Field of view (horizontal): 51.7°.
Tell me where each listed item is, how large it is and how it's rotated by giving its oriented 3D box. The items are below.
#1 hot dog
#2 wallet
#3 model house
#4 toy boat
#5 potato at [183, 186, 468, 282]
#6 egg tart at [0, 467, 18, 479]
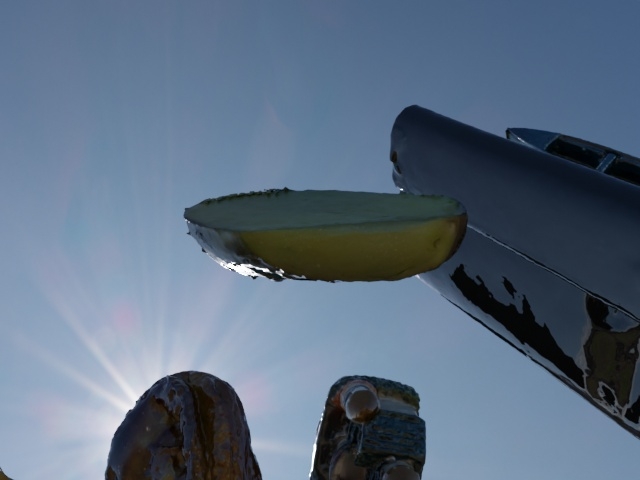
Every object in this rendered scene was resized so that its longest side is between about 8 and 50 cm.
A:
[{"bbox_3d":[-0.173,0.379,0.924,0.266,0.388,0.174,-20,-8,35],"label":"hot dog"},{"bbox_3d":[0.202,0.021,0.630,0.062,0.406,0.229,-23,-59,-20],"label":"wallet"},{"bbox_3d":[0.089,0.392,1.179,0.190,0.301,0.272,13,-95,-1],"label":"model house"},{"bbox_3d":[0.394,-0.087,0.932,0.096,0.299,0.062,-38,-35,-40],"label":"toy boat"},{"bbox_3d":[0.000,0.000,0.435,0.197,0.119,0.054,0,-75,19],"label":"potato"},{"bbox_3d":[-0.280,0.283,0.511,0.105,0.241,0.241,-26,-54,7],"label":"egg tart"}]
